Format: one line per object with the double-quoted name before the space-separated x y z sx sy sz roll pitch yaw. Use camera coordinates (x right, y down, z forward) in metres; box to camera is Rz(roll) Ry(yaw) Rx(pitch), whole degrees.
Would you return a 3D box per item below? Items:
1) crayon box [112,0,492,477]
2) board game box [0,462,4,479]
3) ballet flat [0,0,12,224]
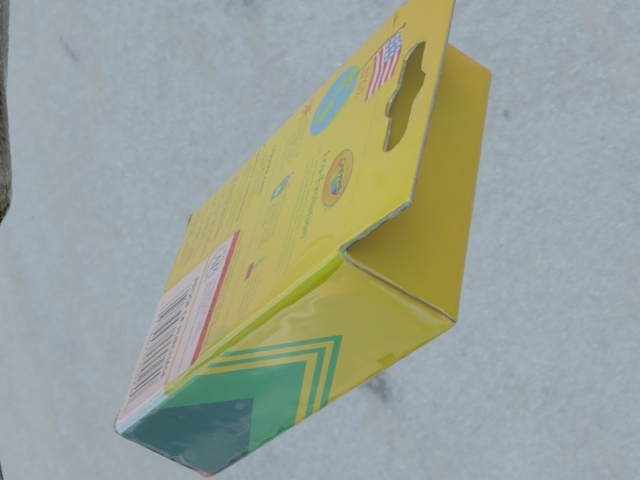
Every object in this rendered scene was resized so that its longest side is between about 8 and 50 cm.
"crayon box" 0.000 0.000 0.690 0.081 0.202 0.318 31 139 -18
"board game box" -0.273 0.151 0.549 0.308 0.086 0.302 23 131 28
"ballet flat" -0.201 -0.101 0.606 0.058 0.084 0.250 73 -175 -65
